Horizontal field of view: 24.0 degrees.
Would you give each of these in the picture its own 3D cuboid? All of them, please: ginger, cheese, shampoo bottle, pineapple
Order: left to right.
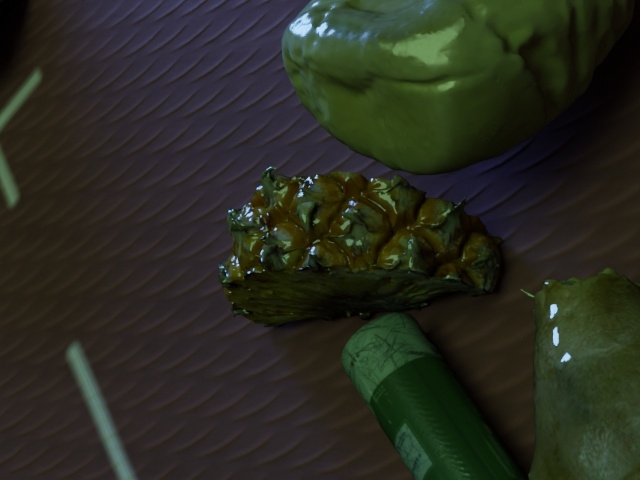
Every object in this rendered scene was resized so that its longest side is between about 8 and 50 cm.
[{"bbox_3d":[0.000,0.001,1.036,0.233,0.135,0.079,-10,67,40],"label":"pineapple"},{"bbox_3d":[0.085,0.137,0.963,0.065,0.065,0.204,-48,49,17],"label":"shampoo bottle"},{"bbox_3d":[0.089,-0.149,0.997,0.214,0.117,0.226,-43,37,-19],"label":"cheese"},{"bbox_3d":[0.222,0.174,0.810,0.375,0.166,0.236,-138,55,-61],"label":"ginger"}]

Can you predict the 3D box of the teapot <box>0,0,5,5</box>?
[{"bbox_3d":[-0.458,-0.222,1.491,0.312,0.233,0.315,-27,85,39],"label":"teapot"}]
